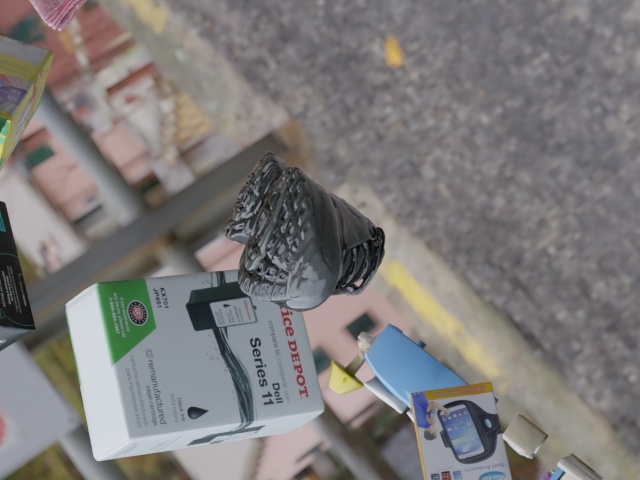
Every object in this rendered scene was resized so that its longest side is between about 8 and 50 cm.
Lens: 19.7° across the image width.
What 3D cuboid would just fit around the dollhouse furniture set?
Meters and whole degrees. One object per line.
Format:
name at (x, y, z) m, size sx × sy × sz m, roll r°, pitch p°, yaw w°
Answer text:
dollhouse furniture set at (0.133, 0.251, 2.049) m, size 0.303 × 0.198 × 0.286 m, roll 38°, pitch -179°, yaw 11°

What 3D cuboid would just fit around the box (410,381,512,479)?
box at (0.135, 0.201, 1.755) m, size 0.028 × 0.081 × 0.136 m, roll 84°, pitch 178°, yaw -50°

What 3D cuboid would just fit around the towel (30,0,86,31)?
towel at (-0.226, -0.408, 2.101) m, size 0.037 × 0.329 × 0.237 m, roll 45°, pitch -172°, yaw -48°

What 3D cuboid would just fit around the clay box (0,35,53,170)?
clay box at (-0.280, -0.108, 1.357) m, size 0.127 × 0.222 × 0.053 m, roll 16°, pitch 111°, yaw -4°

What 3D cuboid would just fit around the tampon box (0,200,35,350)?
tampon box at (-0.322, 0.029, 1.417) m, size 0.101 × 0.161 × 0.120 m, roll -31°, pitch 64°, yaw 31°

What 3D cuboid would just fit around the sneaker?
sneaker at (0.000, 0.000, 1.554) m, size 0.130 × 0.109 × 0.286 m, roll 27°, pitch -168°, yaw -12°

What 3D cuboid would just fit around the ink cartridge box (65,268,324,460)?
ink cartridge box at (-0.115, 0.111, 1.711) m, size 0.087 × 0.208 × 0.153 m, roll -34°, pitch 67°, yaw 55°
